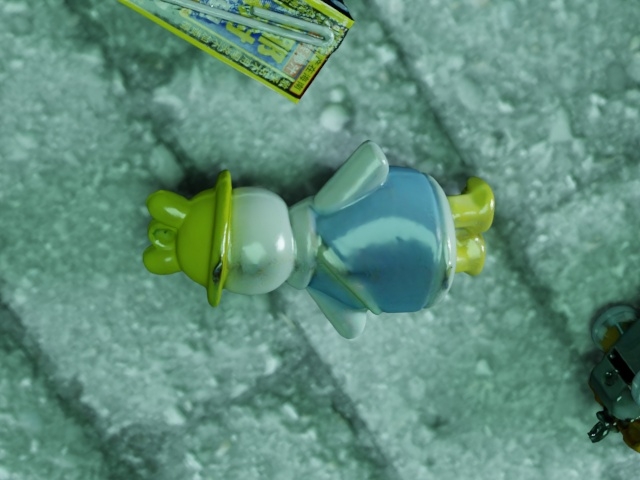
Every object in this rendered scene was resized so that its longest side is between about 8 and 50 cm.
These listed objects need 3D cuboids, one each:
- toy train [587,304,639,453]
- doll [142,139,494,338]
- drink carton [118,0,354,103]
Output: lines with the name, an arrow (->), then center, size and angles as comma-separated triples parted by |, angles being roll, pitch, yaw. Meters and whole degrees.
toy train -> 0.283, 0.075, 1.387 | 0.127, 0.089, 0.219 | 29, 108, -32
doll -> 0.000, -0.001, 1.291 | 0.241, 0.099, 0.135 | 2, 155, -10
drink carton -> -0.065, -0.161, 1.224 | 0.165, 0.056, 0.071 | 28, 111, -22
